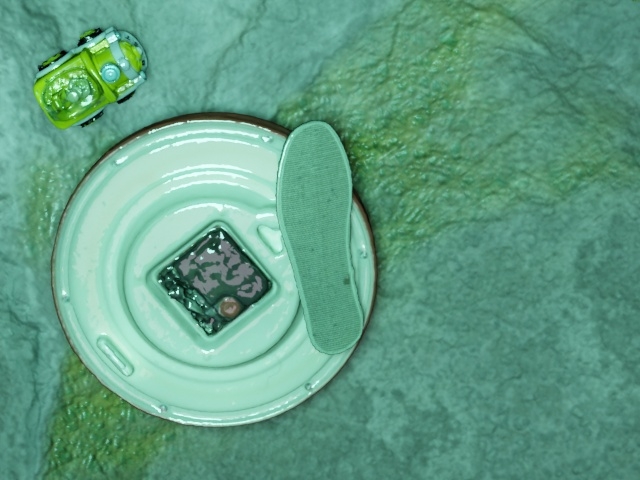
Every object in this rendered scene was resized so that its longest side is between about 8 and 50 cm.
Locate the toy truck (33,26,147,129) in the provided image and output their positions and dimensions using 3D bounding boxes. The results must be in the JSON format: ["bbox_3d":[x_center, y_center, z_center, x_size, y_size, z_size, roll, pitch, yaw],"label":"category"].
[{"bbox_3d":[-0.215,-0.152,1.670,0.111,0.077,0.076,-31,104,8],"label":"toy truck"}]

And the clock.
[{"bbox_3d":[-0.103,0.033,1.721,0.318,0.080,0.318,0,106,1],"label":"clock"}]

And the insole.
[{"bbox_3d":[0.000,0.000,1.686,0.080,0.003,0.232,-13,106,-18],"label":"insole"}]
